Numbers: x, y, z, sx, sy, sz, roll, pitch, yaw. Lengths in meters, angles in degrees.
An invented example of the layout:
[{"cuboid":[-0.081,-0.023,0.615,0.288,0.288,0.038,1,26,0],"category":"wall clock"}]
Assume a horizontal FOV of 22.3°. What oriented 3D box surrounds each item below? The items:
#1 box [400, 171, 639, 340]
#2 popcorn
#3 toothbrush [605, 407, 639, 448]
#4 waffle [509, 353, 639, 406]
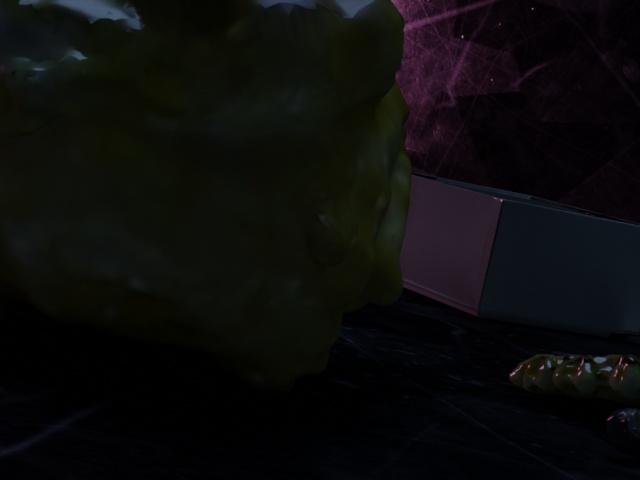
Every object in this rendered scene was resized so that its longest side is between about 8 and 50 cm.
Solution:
[{"cuboid":[0.189,0.012,1.661,0.225,0.117,0.225,9,6,-33],"category":"box"},{"cuboid":[-0.080,-0.064,0.920,0.312,0.312,0.312,13,5,-1],"category":"popcorn"},{"cuboid":[0.305,0.129,1.079,0.364,0.041,0.041,10,6,-42],"category":"toothbrush"},{"cuboid":[0.234,0.100,1.136,0.183,0.036,0.169,9,-7,-31],"category":"waffle"}]
